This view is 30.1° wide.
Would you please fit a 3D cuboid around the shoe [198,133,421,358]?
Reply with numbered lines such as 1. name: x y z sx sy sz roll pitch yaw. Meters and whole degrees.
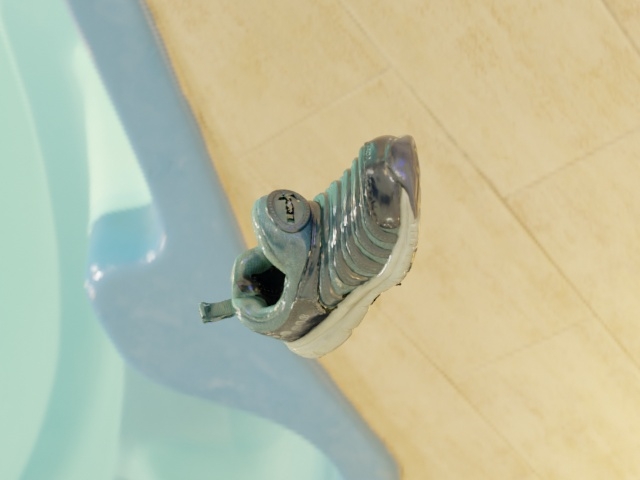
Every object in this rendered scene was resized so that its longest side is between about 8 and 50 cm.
1. shoe: 0.000 0.000 0.541 0.071 0.064 0.143 13 142 -23
